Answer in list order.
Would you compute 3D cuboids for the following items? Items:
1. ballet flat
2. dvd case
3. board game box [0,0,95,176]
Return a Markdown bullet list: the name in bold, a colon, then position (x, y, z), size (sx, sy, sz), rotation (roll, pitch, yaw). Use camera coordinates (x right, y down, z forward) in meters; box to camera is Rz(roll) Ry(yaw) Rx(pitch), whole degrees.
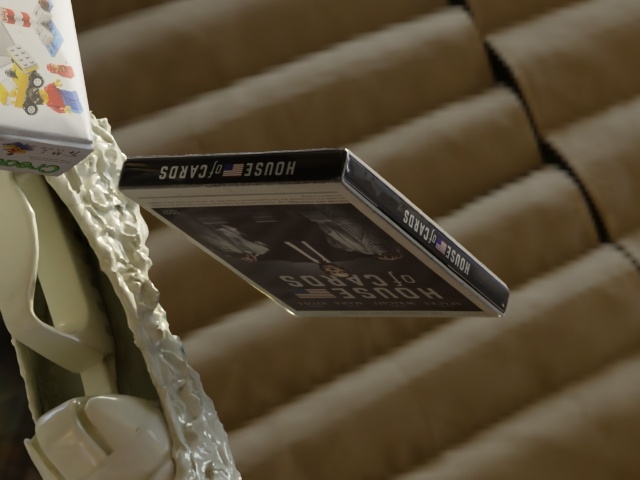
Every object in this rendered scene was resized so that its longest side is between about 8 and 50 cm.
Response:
- **ballet flat**: position (-0.168, 0.090, 1.343), size (0.147, 0.147, 0.408), rotation (-19, -106, -6)
- **dvd case**: position (0.000, 0.000, 1.334), size (0.179, 0.239, 0.029), rotation (-1, -114, 33)
- **board game box**: position (-0.252, -0.194, 1.193), size (0.193, 0.053, 0.305), rotation (7, -117, -40)
